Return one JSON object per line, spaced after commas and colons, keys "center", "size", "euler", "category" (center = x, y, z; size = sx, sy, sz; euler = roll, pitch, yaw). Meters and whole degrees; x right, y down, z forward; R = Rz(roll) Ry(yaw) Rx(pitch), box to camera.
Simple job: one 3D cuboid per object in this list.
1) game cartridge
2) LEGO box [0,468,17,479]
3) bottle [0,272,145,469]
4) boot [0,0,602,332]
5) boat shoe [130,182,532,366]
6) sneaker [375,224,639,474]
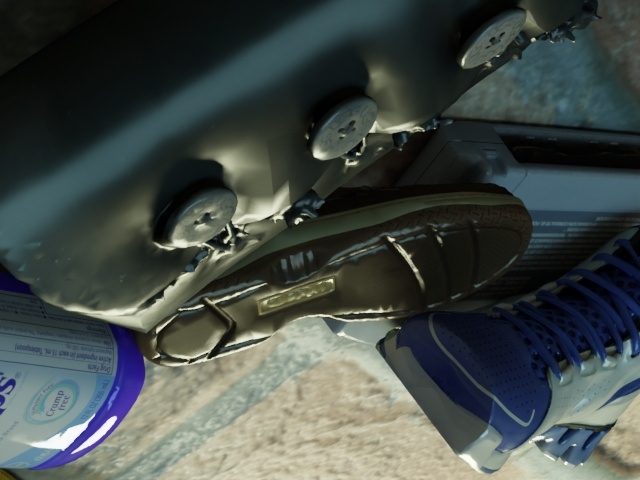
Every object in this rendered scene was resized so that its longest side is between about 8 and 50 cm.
{"center": [0.140, 0.002, 1.078], "size": [0.297, 0.062, 0.198], "euler": [0, 142, -43], "category": "game cartridge"}
{"center": [-0.304, 0.377, 1.083], "size": [0.372, 0.193, 0.500], "euler": [-30, 150, -2], "category": "LEGO box"}
{"center": [-0.226, 0.065, 0.788], "size": [0.118, 0.092, 0.283], "euler": [-43, 149, 22], "category": "bottle"}
{"center": [0.008, -0.149, 0.656], "size": [0.445, 0.146, 0.367], "euler": [-30, 149, 5], "category": "boot"}
{"center": [0.001, -0.005, 0.892], "size": [0.257, 0.095, 0.095], "euler": [-11, 140, -19], "category": "boat shoe"}
{"center": [0.178, 0.063, 1.048], "size": [0.182, 0.127, 0.315], "euler": [-46, 155, 16], "category": "sneaker"}
